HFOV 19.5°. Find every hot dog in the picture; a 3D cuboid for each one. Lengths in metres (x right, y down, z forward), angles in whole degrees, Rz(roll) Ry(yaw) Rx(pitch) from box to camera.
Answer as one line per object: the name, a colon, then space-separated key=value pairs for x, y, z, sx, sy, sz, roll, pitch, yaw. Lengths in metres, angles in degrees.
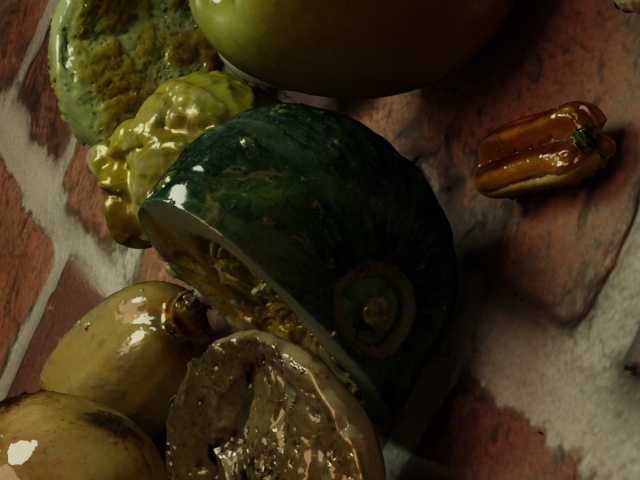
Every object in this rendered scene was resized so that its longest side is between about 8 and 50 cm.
hot dog: x=0.195 y=-0.075 z=1.617 sx=0.188 sy=0.055 sz=0.072 roll=-13 pitch=61 yaw=62

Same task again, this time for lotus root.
lotus root: x=-0.217 y=0.145 z=2.199 sx=0.343 sy=0.152 sz=0.169 roll=-40 pitch=49 yaw=41

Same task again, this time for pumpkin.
pumpkin: x=0.000 y=0.000 z=1.703 sx=0.197 sy=0.293 sz=0.263 roll=-48 pitch=25 yaw=-19

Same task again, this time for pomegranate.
pomegranate: x=-0.301 y=0.328 z=2.059 sx=0.322 sy=0.322 sz=0.322 roll=-46 pitch=32 yaw=41

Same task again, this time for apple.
apple: x=0.023 y=-0.301 z=1.811 sx=0.338 sy=0.305 sz=0.338 roll=171 pitch=90 yaw=-75

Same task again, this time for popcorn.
popcorn: x=-0.127 y=-0.076 z=2.113 sx=0.259 sy=0.212 sz=0.259 roll=15 pitch=114 yaw=38

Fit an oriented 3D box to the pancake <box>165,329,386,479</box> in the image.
pancake: x=-0.035 y=0.265 z=1.672 sx=0.387 sy=0.082 sz=0.386 roll=23 pitch=116 yaw=60

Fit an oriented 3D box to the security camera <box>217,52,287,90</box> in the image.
security camera: x=-0.020 y=-0.293 z=2.093 sx=0.197 sy=0.191 sz=0.277 roll=65 pitch=-152 yaw=-57

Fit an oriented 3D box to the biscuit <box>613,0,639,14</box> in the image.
biscuit: x=0.312 y=-0.221 z=1.497 sx=0.219 sy=0.061 sz=0.055 roll=-1 pitch=114 yaw=66

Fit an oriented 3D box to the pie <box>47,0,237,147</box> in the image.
pie: x=-0.185 y=-0.228 z=2.266 sx=0.078 sy=0.297 sz=0.371 roll=162 pitch=124 yaw=-68
